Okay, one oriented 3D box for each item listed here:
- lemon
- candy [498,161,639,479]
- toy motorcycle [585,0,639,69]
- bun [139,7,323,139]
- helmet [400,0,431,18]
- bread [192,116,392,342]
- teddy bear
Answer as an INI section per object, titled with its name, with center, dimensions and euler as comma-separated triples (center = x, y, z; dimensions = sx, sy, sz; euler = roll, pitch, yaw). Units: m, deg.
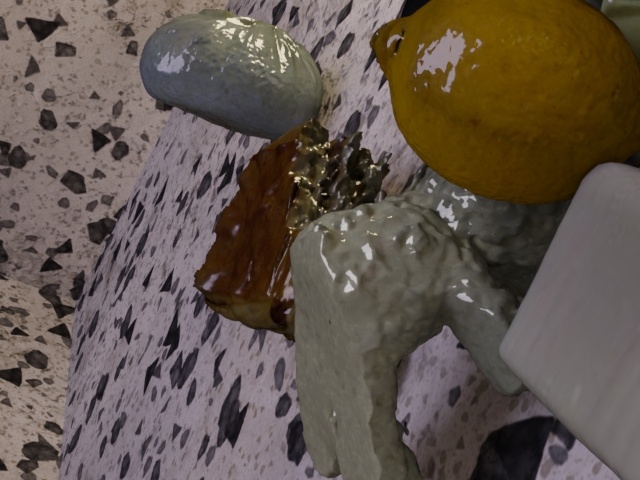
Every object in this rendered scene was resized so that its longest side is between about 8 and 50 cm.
[lemon]
center = 0.162, -0.128, 0.873
dimensions = 0.188, 0.256, 0.188
euler = -60, -14, -26
[candy]
center = 0.277, 0.084, 0.692
dimensions = 0.208, 0.145, 0.359
euler = -63, 20, 11
[toy motorcycle]
center = 0.286, -0.267, 1.006
dimensions = 0.237, 0.168, 0.410
euler = -59, 29, -5
[bun]
center = -0.160, -0.315, 1.933
dimensions = 0.211, 0.362, 0.362
euler = -68, 20, 5
[helmet]
center = 0.178, -0.250, 1.277
dimensions = 0.230, 0.160, 0.279
euler = -21, 48, 60
[bread]
center = 0.000, 0.000, 1.415
dimensions = 0.370, 0.191, 0.314
euler = -7, 56, 61
[teddy bear]
center = 0.160, 0.055, 1.049
dimensions = 0.327, 0.362, 0.375
euler = -147, 45, -63
